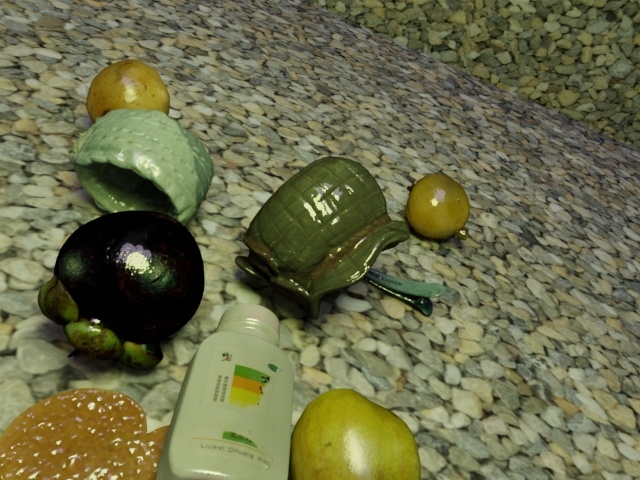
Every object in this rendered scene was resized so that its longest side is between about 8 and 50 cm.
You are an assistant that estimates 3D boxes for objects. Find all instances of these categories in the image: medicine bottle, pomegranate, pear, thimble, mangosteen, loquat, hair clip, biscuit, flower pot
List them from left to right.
[{"bbox_3d":[-0.274,0.305,0.605,0.288,0.044,0.202,21,38,-7],"label":"biscuit"},{"bbox_3d":[-0.298,0.074,0.710,0.242,0.243,0.243,13,44,-13],"label":"mangosteen"},{"bbox_3d":[-0.430,-0.318,1.052,0.196,0.196,0.196,13,44,-13],"label":"pomegranate"},{"bbox_3d":[-0.343,-0.133,0.889,0.250,0.205,0.172,33,46,-16],"label":"thimble"},{"bbox_3d":[-0.121,0.229,0.669,0.161,0.111,0.296,25,30,-14],"label":"medicine bottle"},{"bbox_3d":[0.000,0.000,0.872,0.213,0.302,0.301,49,46,6],"label":"flower pot"},{"bbox_3d":[0.045,0.315,0.638,0.199,0.200,0.200,13,44,-13],"label":"pear"},{"bbox_3d":[0.130,0.080,1.012,0.275,0.083,0.048,23,47,8],"label":"hair clip"},{"bbox_3d":[0.304,-0.080,1.181,0.204,0.149,0.172,50,42,9],"label":"loquat"}]
